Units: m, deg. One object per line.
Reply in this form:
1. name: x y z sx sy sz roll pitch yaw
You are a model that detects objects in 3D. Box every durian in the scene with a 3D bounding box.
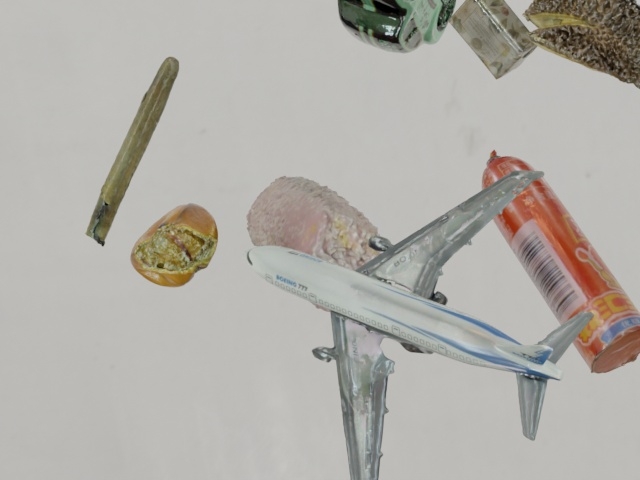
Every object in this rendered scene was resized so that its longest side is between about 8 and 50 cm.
1. durian: 0.253 -0.185 1.168 0.140 0.110 0.071 33 127 -4

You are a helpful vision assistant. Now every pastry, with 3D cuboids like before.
1. pastry: -0.010 -0.009 1.354 0.112 0.265 0.103 42 90 -12

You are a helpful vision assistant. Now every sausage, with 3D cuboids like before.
1. sausage: 0.233 0.009 1.332 0.074 0.074 0.274 -43 54 19

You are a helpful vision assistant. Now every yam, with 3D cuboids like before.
1. yam: -0.100 -0.048 0.702 0.014 0.014 0.107 24 93 2

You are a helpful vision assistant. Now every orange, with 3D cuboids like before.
1. orange: -0.127 0.007 1.188 0.086 0.086 0.062 -38 105 18

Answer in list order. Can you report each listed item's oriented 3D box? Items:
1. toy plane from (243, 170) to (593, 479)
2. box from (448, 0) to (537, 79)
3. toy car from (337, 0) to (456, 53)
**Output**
1. toy plane: 0.048 0.044 0.779 0.226 0.058 0.226 17 72 37
2. box: 0.202 -0.243 1.539 0.098 0.045 0.062 50 140 7
3. toy car: 0.087 -0.330 1.791 0.136 0.306 0.125 23 90 16
